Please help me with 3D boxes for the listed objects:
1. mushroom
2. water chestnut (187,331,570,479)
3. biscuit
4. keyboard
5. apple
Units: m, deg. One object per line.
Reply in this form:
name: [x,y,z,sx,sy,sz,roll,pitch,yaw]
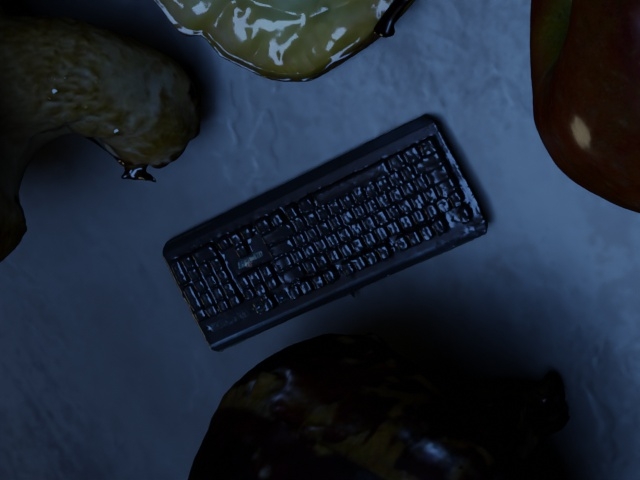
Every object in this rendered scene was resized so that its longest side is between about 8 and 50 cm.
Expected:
mushroom: [-0.244,-0.114,1.252,0.267,0.254,0.267,35,146,28]
water chestnut: [0.056,0.178,1.245,0.300,0.300,0.300,6,109,16]
biscuit: [-0.006,-0.219,1.234,0.260,0.041,0.203,-36,91,24]
keyboard: [0.000,0.000,1.311,0.230,0.025,0.093,-26,96,24]
apple: [0.231,-0.117,1.099,0.230,0.230,0.230,6,109,16]
